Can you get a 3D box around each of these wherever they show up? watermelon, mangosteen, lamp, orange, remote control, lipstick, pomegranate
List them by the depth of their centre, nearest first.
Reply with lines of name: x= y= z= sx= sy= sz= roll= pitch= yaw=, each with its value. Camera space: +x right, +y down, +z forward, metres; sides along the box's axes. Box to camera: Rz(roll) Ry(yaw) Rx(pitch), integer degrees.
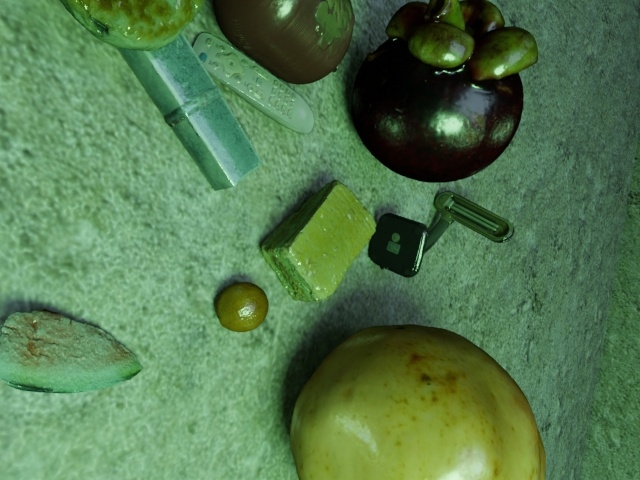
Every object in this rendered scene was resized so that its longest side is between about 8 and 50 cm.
watermelon: x=-0.311 y=0.146 z=0.520 sx=0.180 sy=0.081 sz=0.094 roll=48 pitch=46 yaw=-47
lipstick: x=-0.194 y=-0.211 z=0.594 sx=0.077 sy=0.076 sz=0.290 roll=-45 pitch=117 yaw=-30
lamp: x=-0.052 y=-0.347 z=0.626 sx=0.258 sy=0.180 sz=0.180 roll=17 pitch=80 yaw=-57
orange: x=-0.124 y=0.105 z=0.663 sx=0.084 sy=0.085 sz=0.085 roll=-1 pitch=92 yaw=-39
pomegranate: x=0.146 y=0.338 z=0.687 sx=0.411 sy=0.411 sz=0.412 roll=-1 pitch=92 yaw=-39
remote control: x=-0.105 y=-0.245 z=0.689 sx=0.229 sy=0.044 sz=0.073 roll=26 pitch=60 yaw=-29
mangosteen: x=0.213 y=-0.272 z=0.754 sx=0.307 sy=0.306 sz=0.347 roll=-43 pitch=156 yaw=-30
lamp: x=0.264 y=-0.002 z=0.897 sx=0.283 sy=0.203 sz=0.125 roll=-20 pitch=123 yaw=-40

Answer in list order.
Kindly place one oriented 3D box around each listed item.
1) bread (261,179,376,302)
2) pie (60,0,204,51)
bread: x=0.000 y=0.000 z=0.740 sx=0.196 sy=0.102 sz=0.138 roll=-53 pitch=123 yaw=-28
pie: x=-0.204 y=-0.331 z=0.450 sx=0.240 sy=0.054 sz=0.241 roll=-42 pitch=143 yaw=-44
